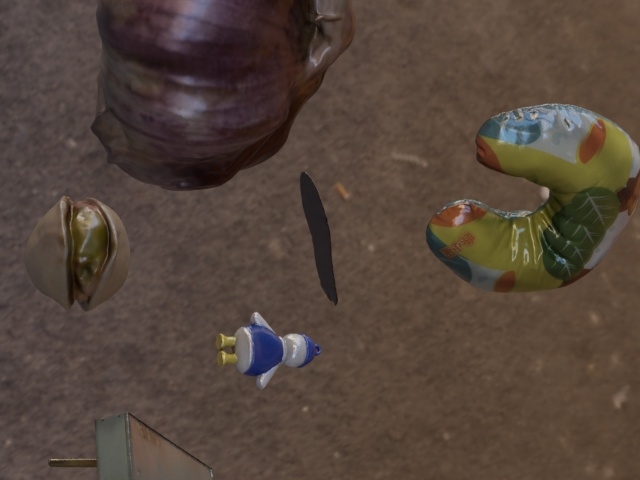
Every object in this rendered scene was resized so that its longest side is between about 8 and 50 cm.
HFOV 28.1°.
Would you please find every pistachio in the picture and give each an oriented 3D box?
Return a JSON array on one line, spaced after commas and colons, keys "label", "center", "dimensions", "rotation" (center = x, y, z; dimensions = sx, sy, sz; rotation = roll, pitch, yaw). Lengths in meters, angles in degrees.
[{"label": "pistachio", "center": [-0.308, 0.013, 1.627], "dimensions": [0.144, 0.215, 0.144], "rotation": [6, 70, -17]}]

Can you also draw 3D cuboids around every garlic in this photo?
[{"label": "garlic", "center": [-0.059, -0.145, 0.886], "dimensions": [0.160, 0.245, 0.245], "rotation": [16, 51, 0]}]

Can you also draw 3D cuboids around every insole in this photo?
[{"label": "insole", "center": [0.000, 0.000, 1.490], "dimensions": [0.004, 0.188, 0.064], "rotation": [-24, 40, -17]}]

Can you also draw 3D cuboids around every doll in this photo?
[{"label": "doll", "center": [-0.062, 0.138, 1.613], "dimensions": [0.143, 0.057, 0.099], "rotation": [1, 72, -28]}]

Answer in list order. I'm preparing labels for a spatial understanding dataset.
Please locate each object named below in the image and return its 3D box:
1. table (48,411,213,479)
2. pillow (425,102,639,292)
[{"label": "table", "center": [-0.210, 0.295, 1.437], "dimensions": [0.240, 0.111, 0.121], "rotation": [54, 24, -59]}, {"label": "pillow", "center": [0.223, -0.038, 1.323], "dimensions": [0.214, 0.233, 0.086], "rotation": [12, 39, -23]}]
